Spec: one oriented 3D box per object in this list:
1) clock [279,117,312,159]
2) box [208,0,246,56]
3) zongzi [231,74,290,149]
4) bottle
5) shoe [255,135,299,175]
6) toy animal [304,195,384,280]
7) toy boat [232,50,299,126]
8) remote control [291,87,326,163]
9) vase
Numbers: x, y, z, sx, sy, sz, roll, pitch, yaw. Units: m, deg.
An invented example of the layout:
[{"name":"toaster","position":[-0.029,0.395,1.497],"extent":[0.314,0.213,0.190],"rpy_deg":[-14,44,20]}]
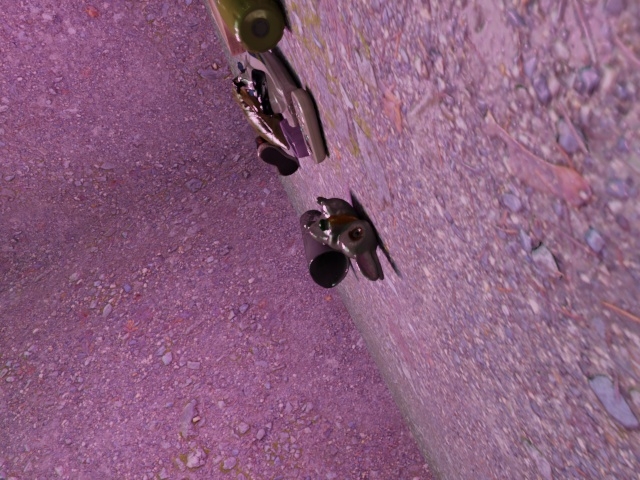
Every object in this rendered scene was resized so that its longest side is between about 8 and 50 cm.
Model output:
[{"name":"clock","position":[-0.069,-0.302,1.468],"extent":[0.110,0.050,0.153],"rpy_deg":[69,174,-46]},{"name":"box","position":[-0.267,-0.677,1.426],"extent":[0.168,0.095,0.212],"rpy_deg":[62,175,9]},{"name":"zongzi","position":[-0.212,-0.471,1.771],"extent":[0.274,0.125,0.251],"rpy_deg":[55,178,47]},{"name":"bottle","position":[-0.164,-0.506,1.049],"extent":[0.112,0.112,0.260],"rpy_deg":[69,174,-49]},{"name":"shoe","position":[-0.175,-0.342,1.936],"extent":[0.227,0.099,0.112],"rpy_deg":[27,-152,-54]},{"name":"toy animal","position":[0.078,-0.009,1.139],"extent":[0.251,0.127,0.126],"rpy_deg":[43,150,39]},{"name":"toy boat","position":[-0.141,-0.404,1.262],"extent":[0.269,0.140,0.141],"rpy_deg":[45,166,32]},{"name":"remote control","position":[-0.025,-0.273,1.177],"extent":[0.078,0.042,0.221],"rpy_deg":[61,175,33]},{"name":"vase","position":[0.000,0.000,1.870],"extent":[0.301,0.156,0.251],"rpy_deg":[-112,16,-46]}]
